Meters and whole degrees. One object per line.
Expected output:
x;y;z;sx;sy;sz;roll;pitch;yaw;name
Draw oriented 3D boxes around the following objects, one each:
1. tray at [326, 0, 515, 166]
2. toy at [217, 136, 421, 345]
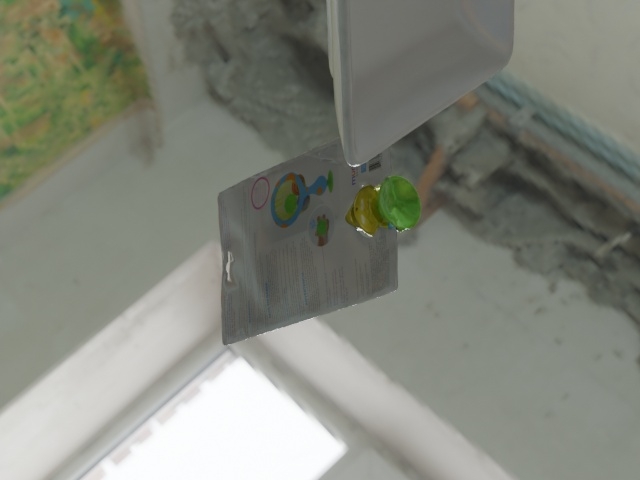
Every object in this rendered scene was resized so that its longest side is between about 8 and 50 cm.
0.038;-0.179;0.611;0.030;0.145;0.270;17;-56;32;tray
0.000;0.000;1.190;0.237;0.056;0.136;-23;-115;53;toy
